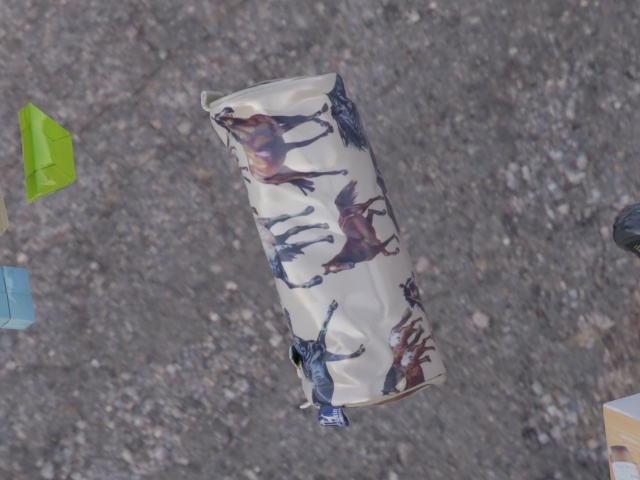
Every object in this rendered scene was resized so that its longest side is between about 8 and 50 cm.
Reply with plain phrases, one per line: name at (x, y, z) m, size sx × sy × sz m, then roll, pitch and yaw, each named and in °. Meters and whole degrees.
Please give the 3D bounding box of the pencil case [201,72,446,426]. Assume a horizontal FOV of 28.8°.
pencil case at (0.000, 0.000, 1.437) m, size 0.183 × 0.160 × 0.410 m, roll -17°, pitch 97°, yaw 13°

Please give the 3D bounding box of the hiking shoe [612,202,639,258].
hiking shoe at (0.297, 0.059, 0.886) m, size 0.227 × 0.086 × 0.114 m, roll 32°, pitch 81°, yaw 15°

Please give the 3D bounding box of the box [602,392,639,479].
box at (0.309, 0.216, 1.007) m, size 0.091 × 0.170 × 0.130 m, roll -13°, pitch 11°, yaw -21°

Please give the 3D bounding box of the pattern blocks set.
pattern blocks set at (-0.316, -0.088, 0.954) m, size 0.026 × 0.285 × 0.325 m, roll -33°, pitch 52°, yaw 37°
